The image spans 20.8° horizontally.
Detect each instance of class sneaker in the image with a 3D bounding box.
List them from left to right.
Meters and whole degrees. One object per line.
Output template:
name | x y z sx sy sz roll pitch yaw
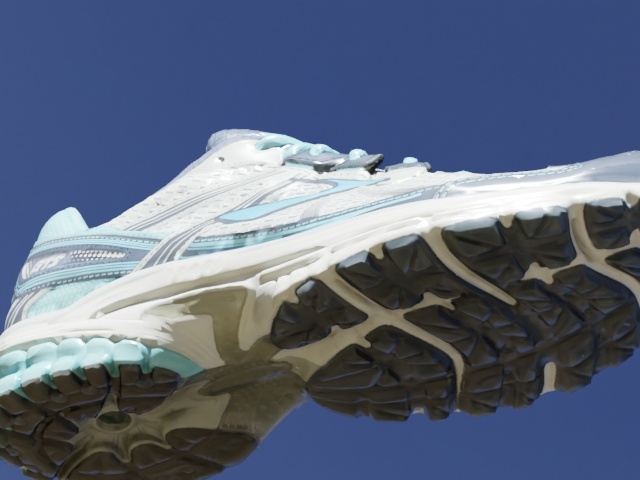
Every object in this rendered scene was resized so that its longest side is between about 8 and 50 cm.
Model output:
sneaker | 0.000 0.000 0.651 0.283 0.122 0.110 -14 -39 16
